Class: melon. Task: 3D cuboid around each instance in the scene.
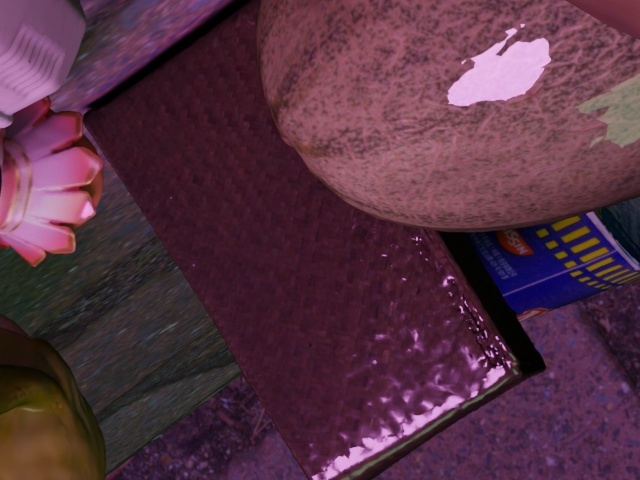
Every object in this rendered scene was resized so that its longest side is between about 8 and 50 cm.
[{"bbox_3d":[0.122,-0.135,0.943,0.329,0.248,0.248,-33,173,4],"label":"melon"}]

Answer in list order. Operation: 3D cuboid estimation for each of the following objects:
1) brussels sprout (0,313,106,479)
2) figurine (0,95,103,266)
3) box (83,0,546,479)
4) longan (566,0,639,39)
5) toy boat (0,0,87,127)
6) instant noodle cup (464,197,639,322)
[{"bbox_3d":[-0.294,0.201,1.095,0.371,0.315,0.276,-37,-162,-36],"label":"brussels sprout"},{"bbox_3d":[-0.170,-0.031,0.848,0.195,0.102,0.111,-16,127,-58],"label":"figurine"},{"bbox_3d":[0.002,-0.001,1.131,0.143,0.273,0.184,-33,172,8],"label":"box"},{"bbox_3d":[0.160,-0.198,0.394,0.361,0.361,0.361,-35,173,-5],"label":"longan"},{"bbox_3d":[-0.146,-0.094,0.452,0.141,0.141,0.269,-37,170,15],"label":"toy boat"},{"bbox_3d":[0.086,-0.030,1.472,0.312,0.284,0.284,-29,176,26],"label":"instant noodle cup"}]
